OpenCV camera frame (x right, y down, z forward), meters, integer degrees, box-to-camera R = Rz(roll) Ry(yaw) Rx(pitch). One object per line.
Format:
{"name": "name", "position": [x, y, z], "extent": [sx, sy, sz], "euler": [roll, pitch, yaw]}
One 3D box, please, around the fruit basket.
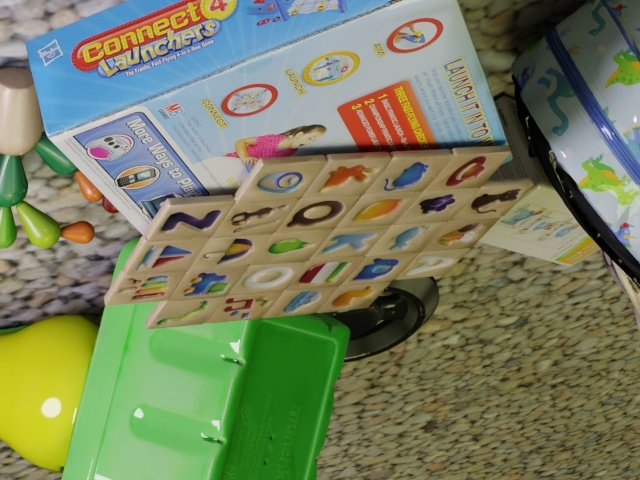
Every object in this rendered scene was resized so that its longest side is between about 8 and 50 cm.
{"name": "fruit basket", "position": [-0.194, 0.186, 1.710], "extent": [0.392, 0.392, 0.283], "euler": [-33, 149, 28]}

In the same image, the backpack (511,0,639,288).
{"name": "backpack", "position": [0.329, -0.081, 1.507], "extent": [0.355, 0.290, 0.273], "euler": [29, 122, -24]}

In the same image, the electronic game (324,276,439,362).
{"name": "electronic game", "position": [0.028, 0.083, 1.891], "extent": [0.229, 0.048, 0.229], "euler": [-9, 150, -5]}

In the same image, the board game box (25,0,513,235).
{"name": "board game box", "position": [-0.025, -0.105, 1.243], "extent": [0.302, 0.086, 0.308], "euler": [-21, 155, 6]}

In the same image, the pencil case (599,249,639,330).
{"name": "pencil case", "position": [0.513, -0.046, 1.801], "extent": [0.410, 0.160, 0.183], "euler": [-21, 134, 7]}

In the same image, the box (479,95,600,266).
{"name": "box", "position": [0.228, -0.057, 1.666], "extent": [0.103, 0.114, 0.203], "euler": [-36, 148, 30]}

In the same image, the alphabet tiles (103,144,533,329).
{"name": "alphabet tiles", "position": [0.000, 0.000, 1.361], "extent": [0.342, 0.011, 0.285], "euler": [-4, 153, -28]}

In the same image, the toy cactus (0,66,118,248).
{"name": "toy cactus", "position": [-0.268, -0.073, 1.391], "extent": [0.219, 0.112, 0.180], "euler": [-3, 132, -21]}
